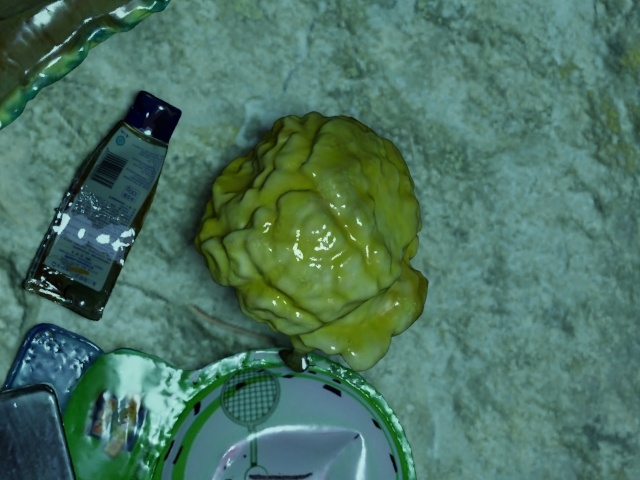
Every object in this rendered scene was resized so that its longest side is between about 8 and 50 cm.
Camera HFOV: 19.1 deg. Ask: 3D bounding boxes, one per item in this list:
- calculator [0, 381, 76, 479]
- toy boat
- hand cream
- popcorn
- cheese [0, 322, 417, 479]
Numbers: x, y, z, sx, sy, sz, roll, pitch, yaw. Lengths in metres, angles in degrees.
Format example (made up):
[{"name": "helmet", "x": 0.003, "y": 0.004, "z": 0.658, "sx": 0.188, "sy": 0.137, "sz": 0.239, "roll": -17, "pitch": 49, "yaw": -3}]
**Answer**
[{"name": "calculator", "x": -0.230, "y": 0.237, "z": 1.308, "sx": 0.161, "sy": 0.021, "sz": 0.261, "roll": -12, "pitch": 96, "yaw": -4}, {"name": "toy boat", "x": -0.183, "y": -0.141, "z": 1.297, "sx": 0.293, "sy": 0.108, "sz": 0.099, "roll": -43, "pitch": 135, "yaw": -7}, {"name": "hand cream", "x": -0.148, "y": -0.027, "z": 1.343, "sx": 0.062, "sy": 0.039, "sz": 0.163, "roll": 28, "pitch": 88, "yaw": -19}, {"name": "popcorn", "x": 0.000, "y": 0.000, "z": 1.324, "sx": 0.180, "sy": 0.180, "sz": 0.170, "roll": 10, "pitch": 114, "yaw": -18}, {"name": "cheese", "x": -0.073, "y": 0.160, "z": 1.342, "sx": 0.320, "sy": 0.083, "sz": 0.204, "roll": 23, "pitch": 89, "yaw": -6}]
